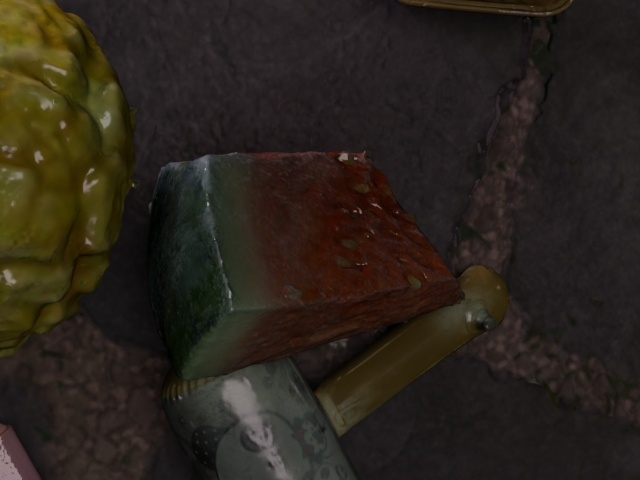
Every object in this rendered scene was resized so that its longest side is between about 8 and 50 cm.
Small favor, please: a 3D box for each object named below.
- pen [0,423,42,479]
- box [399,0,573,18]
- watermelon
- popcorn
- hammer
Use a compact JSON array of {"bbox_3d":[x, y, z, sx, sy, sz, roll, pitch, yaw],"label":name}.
[{"bbox_3d":[-0.237,0.195,1.373,0.053,0.032,0.197,-29,100,-13],"label":"pen"},{"bbox_3d":[0.123,-0.233,1.433,0.177,0.111,0.111,2,90,-15],"label":"box"},{"bbox_3d":[0.000,0.000,1.364,0.256,0.140,0.193,2,57,-27],"label":"watermelon"},{"bbox_3d":[-0.255,-0.060,1.259,0.247,0.282,0.282,21,85,-12],"label":"popcorn"},{"bbox_3d":[0.035,0.116,1.420,0.305,0.113,0.202,-32,101,-21],"label":"hammer"}]
